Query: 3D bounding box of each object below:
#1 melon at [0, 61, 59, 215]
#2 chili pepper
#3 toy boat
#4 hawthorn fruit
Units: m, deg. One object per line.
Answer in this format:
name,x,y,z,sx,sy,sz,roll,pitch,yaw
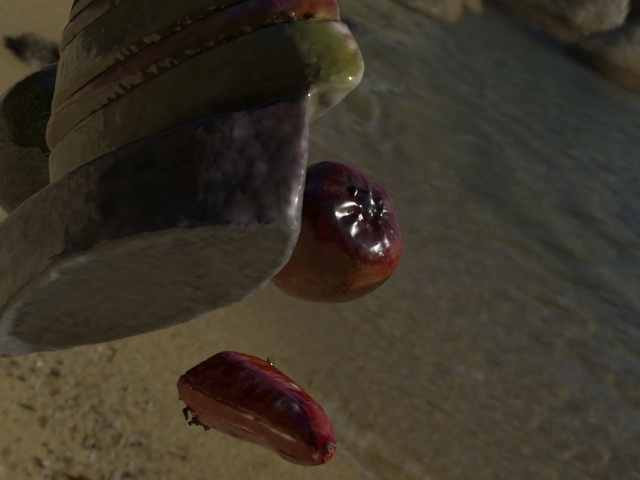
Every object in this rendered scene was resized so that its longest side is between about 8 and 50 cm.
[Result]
melon,-0.284,-0.114,1.669,0.329,0.249,0.248,2,16,3
chili pepper,-0.034,0.131,0.938,0.088,0.065,0.169,-4,11,-30
toy boat,-0.094,-0.075,0.738,0.276,0.294,0.111,-6,-24,42
hawthorn fruit,0.000,0.000,1.473,0.169,0.188,0.169,21,51,-28
